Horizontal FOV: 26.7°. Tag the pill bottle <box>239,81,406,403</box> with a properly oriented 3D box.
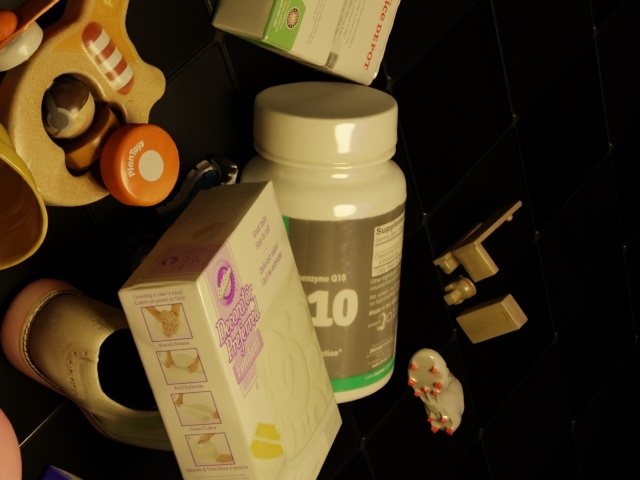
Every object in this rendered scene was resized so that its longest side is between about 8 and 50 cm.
[{"bbox_3d":[0.000,0.000,1.657,0.204,0.204,0.361,-22,122,-45],"label":"pill bottle"}]

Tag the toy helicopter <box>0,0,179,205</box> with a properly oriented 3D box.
[{"bbox_3d":[-0.244,-0.211,1.346,0.235,0.140,0.355,20,79,-45],"label":"toy helicopter"}]

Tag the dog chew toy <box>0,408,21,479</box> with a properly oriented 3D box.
[{"bbox_3d":[-0.411,0.157,1.221,0.206,0.206,0.332,-45,128,-31],"label":"dog chew toy"}]

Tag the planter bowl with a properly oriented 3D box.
[{"bbox_3d":[-0.347,-0.069,1.229,0.217,0.217,0.090,61,27,-46],"label":"planter bowl"}]

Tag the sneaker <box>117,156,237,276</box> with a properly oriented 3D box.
[{"bbox_3d":[-0.156,-0.009,1.570,0.190,0.071,0.083,-44,142,-31],"label":"sneaker"}]

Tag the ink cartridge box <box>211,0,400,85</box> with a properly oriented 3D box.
[{"bbox_3d":[-0.008,-0.291,1.606,0.219,0.092,0.160,16,94,-54],"label":"ink cartridge box"}]

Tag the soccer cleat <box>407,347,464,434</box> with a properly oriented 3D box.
[{"bbox_3d":[0.184,0.224,2.116,0.076,0.068,0.196,-62,147,-36],"label":"soccer cleat"}]

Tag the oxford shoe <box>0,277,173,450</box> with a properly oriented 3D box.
[{"bbox_3d":[-0.191,0.174,1.537,0.397,0.146,0.140,36,76,-53],"label":"oxford shoe"}]

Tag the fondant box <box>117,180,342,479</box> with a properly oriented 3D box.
[{"bbox_3d":[-0.087,0.134,1.474,0.238,0.096,0.330,-59,137,-57],"label":"fondant box"}]

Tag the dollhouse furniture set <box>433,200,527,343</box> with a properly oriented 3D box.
[{"bbox_3d":[0.269,0.050,2.073,0.123,0.144,0.151,-40,98,-35],"label":"dollhouse furniture set"}]

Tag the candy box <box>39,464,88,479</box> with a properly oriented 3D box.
[{"bbox_3d":[-0.165,0.405,1.575,0.122,0.268,0.317,-59,143,-8],"label":"candy box"}]
